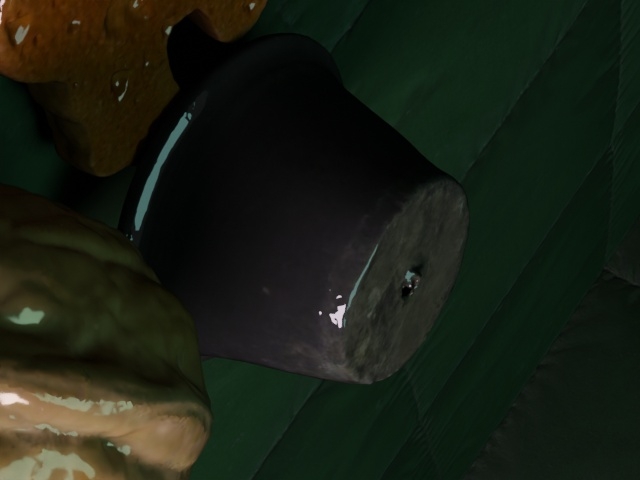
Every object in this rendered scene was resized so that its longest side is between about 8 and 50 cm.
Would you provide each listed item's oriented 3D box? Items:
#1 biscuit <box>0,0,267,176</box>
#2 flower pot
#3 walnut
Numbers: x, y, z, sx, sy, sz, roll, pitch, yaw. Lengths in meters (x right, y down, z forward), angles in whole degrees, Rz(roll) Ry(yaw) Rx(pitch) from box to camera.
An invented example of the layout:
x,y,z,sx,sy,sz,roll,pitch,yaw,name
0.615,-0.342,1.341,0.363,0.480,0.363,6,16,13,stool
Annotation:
x,y,z,sx,sy,sz,roll,pitch,yaw,name
-0.109,-0.161,0.784,0.202,0.047,0.334,-56,162,-10,biscuit
0.000,0.000,0.954,0.235,0.148,0.235,-42,145,-38,flower pot
-0.173,0.081,0.748,0.225,0.225,0.261,-60,148,3,walnut
